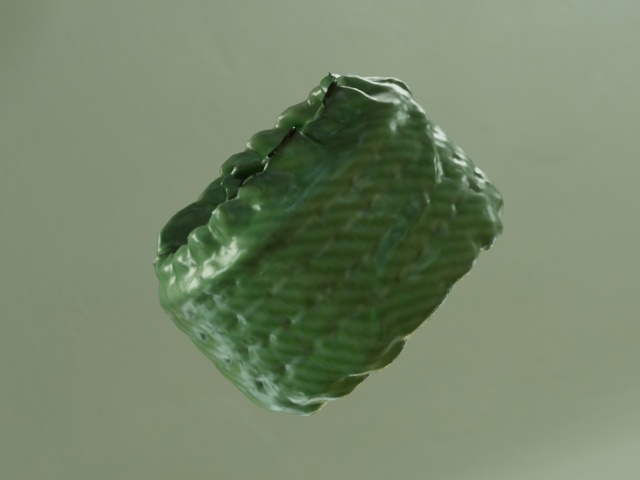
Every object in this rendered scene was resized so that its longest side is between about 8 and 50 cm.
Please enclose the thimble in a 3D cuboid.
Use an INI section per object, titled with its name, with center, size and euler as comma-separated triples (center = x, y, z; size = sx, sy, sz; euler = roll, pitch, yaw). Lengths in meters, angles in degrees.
[thimble]
center = 0.000, 0.000, 1.232
size = 0.219, 0.219, 0.150
euler = -45, -82, 0
